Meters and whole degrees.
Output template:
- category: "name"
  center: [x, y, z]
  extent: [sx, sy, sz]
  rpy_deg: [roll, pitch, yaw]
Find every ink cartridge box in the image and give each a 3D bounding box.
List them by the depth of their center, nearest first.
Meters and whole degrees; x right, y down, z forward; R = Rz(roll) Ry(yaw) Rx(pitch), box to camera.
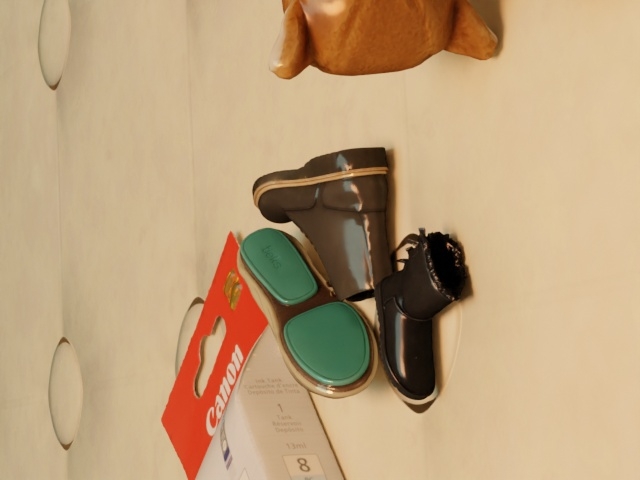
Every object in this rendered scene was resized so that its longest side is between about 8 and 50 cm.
- category: "ink cartridge box"
  center: [-0.109, 0.226, 1.793]
  extent: [0.385, 0.091, 0.308]
  rpy_deg: [64, 144, 41]

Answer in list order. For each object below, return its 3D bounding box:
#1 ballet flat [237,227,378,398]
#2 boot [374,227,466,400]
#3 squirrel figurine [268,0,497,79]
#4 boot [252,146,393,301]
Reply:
- category: "ballet flat"
  center: [-0.008, 0.081, 1.616]
  extent: [0.248, 0.086, 0.086]
  rpy_deg: [-120, 39, -49]
- category: "boot"
  center: [0.087, 0.059, 1.444]
  extent: [0.099, 0.045, 0.121]
  rpy_deg: [-46, 48, 51]
- category: "squirrel figurine"
  center: [0.048, -0.290, 1.285]
  extent: [0.397, 0.281, 0.370]
  rpy_deg: [-142, 50, -62]
- category: "boot"
  center: [0.000, 0.000, 1.597]
  extent: [0.198, 0.077, 0.137]
  rpy_deg: [160, 104, -64]
